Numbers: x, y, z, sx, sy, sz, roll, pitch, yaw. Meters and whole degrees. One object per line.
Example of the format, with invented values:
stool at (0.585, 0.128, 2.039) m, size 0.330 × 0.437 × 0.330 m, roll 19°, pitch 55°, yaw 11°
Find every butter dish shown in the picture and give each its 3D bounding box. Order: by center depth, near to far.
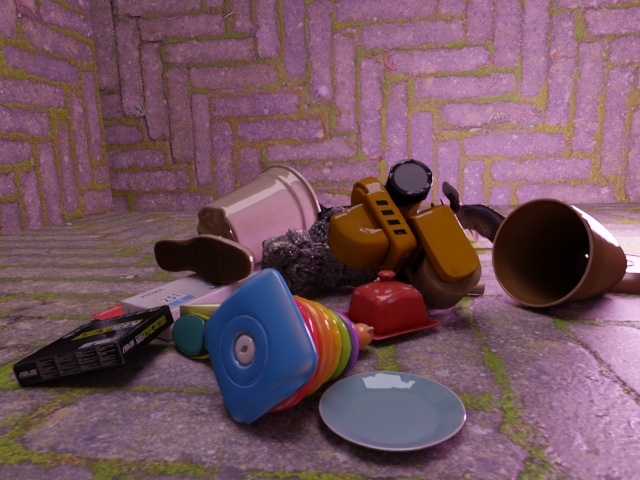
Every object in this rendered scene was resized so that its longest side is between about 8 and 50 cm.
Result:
butter dish at (0.132, 0.118, 0.901) m, size 0.160 × 0.118 × 0.160 m, roll -6°, pitch 12°, yaw -25°

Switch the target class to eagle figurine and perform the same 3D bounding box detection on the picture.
eagle figurine at (0.529, -0.071, 1.633) m, size 0.298 × 0.226 × 0.225 m, roll 1°, pitch -32°, yaw -20°

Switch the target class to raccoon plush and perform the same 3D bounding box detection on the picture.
raccoon plush at (0.067, 0.050, 1.103) m, size 0.446 × 0.216 × 0.299 m, roll 4°, pitch 20°, yaw 27°

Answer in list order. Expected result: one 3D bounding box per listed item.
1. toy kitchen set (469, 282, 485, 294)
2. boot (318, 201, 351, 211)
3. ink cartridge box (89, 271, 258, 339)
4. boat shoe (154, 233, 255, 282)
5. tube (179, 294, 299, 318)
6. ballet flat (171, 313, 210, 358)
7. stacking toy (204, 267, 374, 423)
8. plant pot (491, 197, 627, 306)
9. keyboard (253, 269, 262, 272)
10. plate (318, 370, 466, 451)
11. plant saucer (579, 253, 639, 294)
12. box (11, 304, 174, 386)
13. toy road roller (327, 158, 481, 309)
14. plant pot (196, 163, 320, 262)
toy kitchen set at (0.367, 0.097, 1.130) m, size 0.075 × 0.083 × 0.068 m, roll 1°, pitch -31°, yaw 14°
boot at (0.111, -0.105, 1.701) m, size 0.445 × 0.146 × 0.367 m, roll 2°, pitch -23°, yaw 13°
ink cartridge box at (-0.333, 0.125, 1.054) m, size 0.261 × 0.066 × 0.296 m, roll 7°, pitch 15°, yaw 28°
boat shoe at (-0.263, 0.032, 1.074) m, size 0.302 × 0.109 × 0.098 m, roll 2°, pitch 14°, yaw 33°
tube at (-0.158, 0.152, 0.907) m, size 0.240 × 0.070 × 0.062 m, roll -2°, pitch -1°, yaw -18°
ballet flat at (-0.180, 0.172, 0.790) m, size 0.077 × 0.077 × 0.231 m, roll 20°, pitch -18°, yaw -38°
stacking toy at (-0.007, 0.158, 0.691) m, size 0.175 × 0.165 × 0.302 m, roll -42°, pitch -30°, yaw 25°
plant pot at (0.574, 0.042, 1.036) m, size 0.254 × 0.237 × 0.237 m, roll 9°, pitch 3°, yaw -30°
keyboard at (-0.230, 0.119, 1.266) m, size 0.072 × 0.014 × 0.256 m, roll 13°, pitch 18°, yaw 38°
plate at (0.092, 0.224, 0.590) m, size 0.188 × 0.024 × 0.188 m, roll -1°, pitch 10°, yaw 0°
plant saucer at (0.788, 0.077, 1.202) m, size 0.311 × 0.050 × 0.310 m, roll -3°, pitch 10°, yaw 1°
box at (-0.382, 0.176, 0.784) m, size 0.191 × 0.045 × 0.184 m, roll -14°, pitch 6°, yaw 9°
toy road roller at (0.160, 0.012, 0.981) m, size 0.241 × 0.329 × 0.202 m, roll -23°, pitch -21°, yaw -10°
plant pot at (-0.218, -0.052, 1.479) m, size 0.334 × 0.333 × 0.305 m, roll 8°, pitch 26°, yaw 44°
